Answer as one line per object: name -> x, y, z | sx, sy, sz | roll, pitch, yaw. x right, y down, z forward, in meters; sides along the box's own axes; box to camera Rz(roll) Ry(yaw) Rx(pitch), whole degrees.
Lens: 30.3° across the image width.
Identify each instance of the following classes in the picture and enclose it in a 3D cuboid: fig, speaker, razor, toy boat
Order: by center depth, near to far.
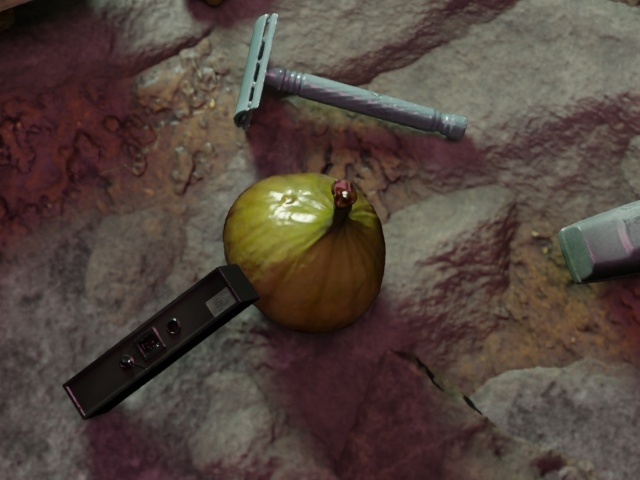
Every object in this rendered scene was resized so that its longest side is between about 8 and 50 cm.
speaker -> -0.143, 0.091, 1.052 | 0.191, 0.046, 0.040 | -36, 82, 17
fig -> -0.012, 0.011, 1.055 | 0.143, 0.231, 0.160 | -43, 93, 3
toy boat -> 0.353, -0.010, 1.187 | 0.261, 0.085, 0.078 | -13, 77, -22
razor -> 0.036, -0.144, 1.188 | 0.232, 0.068, 0.106 | 13, 74, -9

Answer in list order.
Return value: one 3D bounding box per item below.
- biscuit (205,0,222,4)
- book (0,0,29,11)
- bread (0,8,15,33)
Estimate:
biscuit -> -0.107, -0.337, 1.234 | 0.133, 0.027, 0.184 | -19, 80, -13
book -> -0.396, -0.287, 1.108 | 0.371, 0.043, 0.260 | -25, 58, -24
bread -> -0.394, -0.244, 1.154 | 0.154, 0.054, 0.136 | -22, 85, -18
